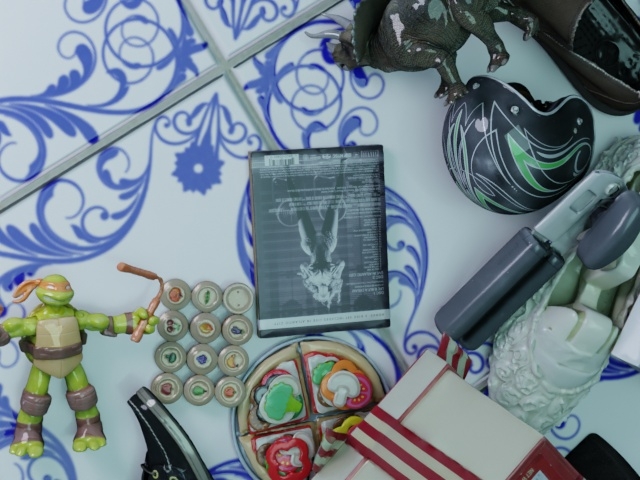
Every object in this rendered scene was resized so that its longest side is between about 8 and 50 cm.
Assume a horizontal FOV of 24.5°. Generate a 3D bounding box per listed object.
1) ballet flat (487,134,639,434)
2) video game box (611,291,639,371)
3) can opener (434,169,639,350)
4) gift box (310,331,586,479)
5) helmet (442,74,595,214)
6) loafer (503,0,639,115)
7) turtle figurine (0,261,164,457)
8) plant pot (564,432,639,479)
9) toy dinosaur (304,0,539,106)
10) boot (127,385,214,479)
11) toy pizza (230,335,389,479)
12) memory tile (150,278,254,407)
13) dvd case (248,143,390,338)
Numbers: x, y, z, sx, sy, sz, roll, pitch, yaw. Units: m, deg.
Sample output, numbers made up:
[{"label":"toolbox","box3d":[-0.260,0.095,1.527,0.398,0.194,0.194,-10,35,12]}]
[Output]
[{"label":"ballet flat","box3d":[0.327,0.052,1.783,0.147,0.147,0.409,25,88,-16]},{"label":"video game box","box3d":[0.446,0.076,1.808,0.187,0.048,0.205,30,85,-53]},{"label":"can opener","box3d":[0.260,0.034,1.730,0.283,0.095,0.076,-46,133,15]},{"label":"gift box","box3d":[0.152,0.281,1.679,0.255,0.258,0.276,-44,127,-10]},{"label":"helmet","box3d":[0.222,-0.114,1.726,0.161,0.169,0.169,-12,98,-31]},{"label":"loafer","box3d":[0.291,-0.296,1.745,0.366,0.130,0.134,39,84,-15]},{"label":"turtle figurine","box3d":[-0.307,0.127,1.638,0.269,0.087,0.217,-6,106,-30]},{"label":"plant pot","box3d":[0.358,0.376,1.799,0.188,0.167,0.187,-41,104,-10]},{"label":"toy dinosaur","box3d":[0.145,-0.256,1.654,0.313,0.121,0.160,-34,102,18]},{"label":"boot","box3d":[-0.208,0.303,1.678,0.178,0.085,0.236,-30,108,-11]},{"label":"toy pizza","box3d":[-0.007,0.214,1.756,0.201,0.032,0.201,-1,95,-15]},{"label":"memory tile","box3d":[-0.136,0.120,1.714,0.113,0.012,0.148,5,91,-8]},{"label":"dvd case","box3d":[0.000,0.000,1.749,0.164,0.018,0.221,-4,95,-16]}]
